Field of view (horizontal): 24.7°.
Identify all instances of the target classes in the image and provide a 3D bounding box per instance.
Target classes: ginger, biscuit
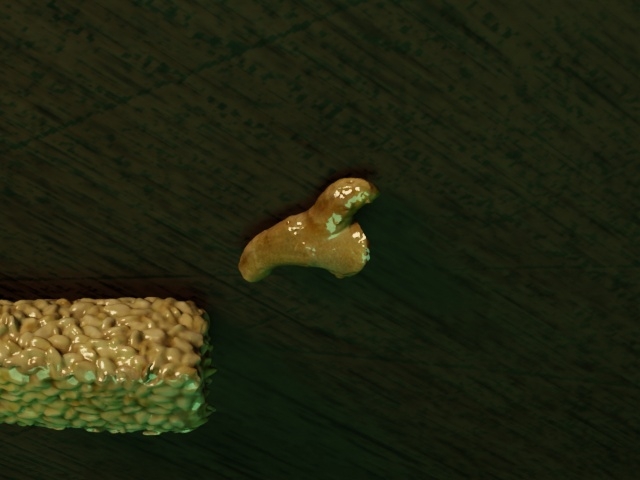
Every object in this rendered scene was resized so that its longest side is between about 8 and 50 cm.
[{"bbox_3d":[0.001,0.000,0.794,0.097,0.030,0.048,-33,103,29],"label":"ginger"},{"bbox_3d":[-0.143,0.069,0.840,0.168,0.070,0.082,1,136,0],"label":"biscuit"}]
